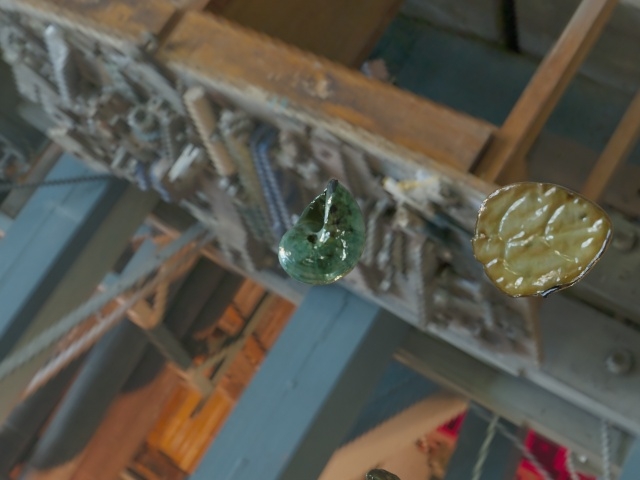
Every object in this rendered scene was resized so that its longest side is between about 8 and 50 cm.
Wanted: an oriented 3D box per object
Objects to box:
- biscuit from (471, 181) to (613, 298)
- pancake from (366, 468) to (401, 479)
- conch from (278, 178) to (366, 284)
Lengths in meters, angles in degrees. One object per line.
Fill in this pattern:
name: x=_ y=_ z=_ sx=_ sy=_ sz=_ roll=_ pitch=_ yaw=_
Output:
biscuit: x=0.375 y=-0.003 z=2.077 sx=0.260 sy=0.203 sz=0.041 roll=-12 pitch=177 yaw=34
pancake: x=0.043 y=0.413 z=1.457 sx=0.033 sy=0.286 sz=0.288 roll=13 pitch=-175 yaw=25
conch: x=0.004 y=-0.001 z=2.244 sx=0.188 sy=0.175 sz=0.122 roll=-35 pitch=144 yaw=29
